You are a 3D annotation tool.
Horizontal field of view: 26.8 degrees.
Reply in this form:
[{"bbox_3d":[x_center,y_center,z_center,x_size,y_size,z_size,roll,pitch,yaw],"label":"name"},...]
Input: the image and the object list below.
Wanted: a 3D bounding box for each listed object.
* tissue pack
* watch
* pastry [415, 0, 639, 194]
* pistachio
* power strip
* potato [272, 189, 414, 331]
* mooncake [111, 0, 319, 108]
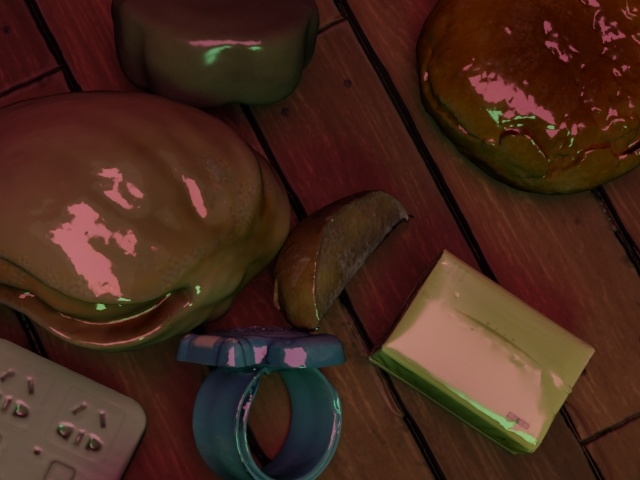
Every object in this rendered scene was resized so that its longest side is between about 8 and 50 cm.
[{"bbox_3d":[0.203,0.143,1.692,0.234,0.125,0.159,34,75,2],"label":"tissue pack"},{"bbox_3d":[-0.073,0.202,1.618,0.211,0.211,0.193,-3,92,-7],"label":"watch"},{"bbox_3d":[0.300,-0.225,1.776,0.356,0.164,0.355,1,76,-3],"label":"pastry"},{"bbox_3d":[-0.258,-0.030,1.609,0.446,0.281,0.365,-1,44,-3],"label":"pistachio"},{"bbox_3d":[-0.361,0.282,1.615,0.230,0.141,0.261,25,61,-1],"label":"power strip"},{"bbox_3d":[0.000,-0.003,1.672,0.261,0.120,0.100,-49,130,-44],"label":"potato"},{"bbox_3d":[-0.133,-0.266,1.711,0.275,0.135,0.275,2,37,-2],"label":"mooncake"}]
